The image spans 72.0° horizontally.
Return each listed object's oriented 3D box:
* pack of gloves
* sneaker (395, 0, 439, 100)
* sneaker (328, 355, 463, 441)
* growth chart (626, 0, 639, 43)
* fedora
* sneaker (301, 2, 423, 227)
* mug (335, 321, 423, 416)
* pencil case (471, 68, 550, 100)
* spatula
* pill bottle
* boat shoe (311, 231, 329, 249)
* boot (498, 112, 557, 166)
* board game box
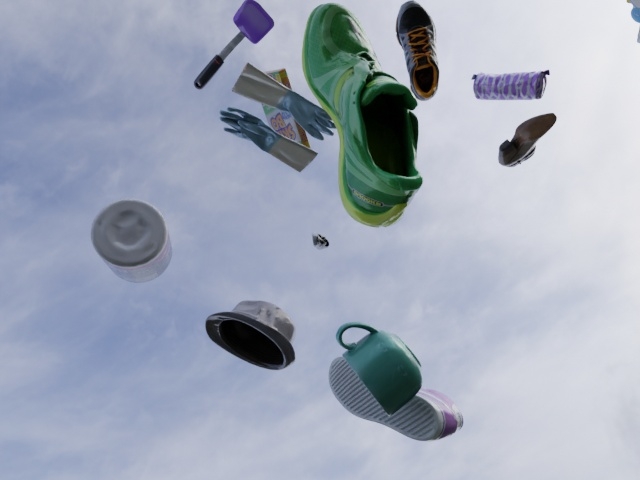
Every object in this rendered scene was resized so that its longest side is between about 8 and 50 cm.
[{"bbox_3d":[-0.089,-0.262,0.947,0.232,0.046,0.195,26,-35,-23],"label":"pack of gloves"},{"bbox_3d":[0.220,-0.409,0.961,0.084,0.083,0.214,-15,-66,15],"label":"sneaker"},{"bbox_3d":[0.153,0.325,0.907,0.161,0.282,0.102,18,-90,-46],"label":"sneaker"},{"bbox_3d":[0.459,-0.270,0.538,0.021,0.172,0.237,-49,-53,3],"label":"growth chart"},{"bbox_3d":[-0.183,0.257,1.283,0.276,0.124,0.243,19,-44,12],"label":"fedora"},{"bbox_3d":[0.061,-0.166,0.523,0.110,0.295,0.123,-8,-16,-26],"label":"sneaker"},{"bbox_3d":[0.108,0.211,0.759,0.097,0.129,0.157,-37,-58,-7],"label":"mug"},{"bbox_3d":[0.566,-0.467,1.325,0.088,0.206,0.086,-61,-40,-14],"label":"pencil case"},{"bbox_3d":[-0.232,-0.472,1.095,0.297,0.030,0.084,-31,-66,33],"label":"spatula"},{"bbox_3d":[-0.499,0.019,1.202,0.177,0.176,0.318,-11,-12,-18],"label":"pill bottle"},{"bbox_3d":[0.000,0.000,1.412,0.040,0.049,0.142,-10,-11,7],"label":"boat shoe"},{"bbox_3d":[0.383,-0.181,0.815,0.119,0.042,0.087,-31,-27,28],"label":"boot"},{"bbox_3d":[-0.108,-0.357,1.276,0.039,0.124,0.259,-42,-55,-31],"label":"board game box"}]
